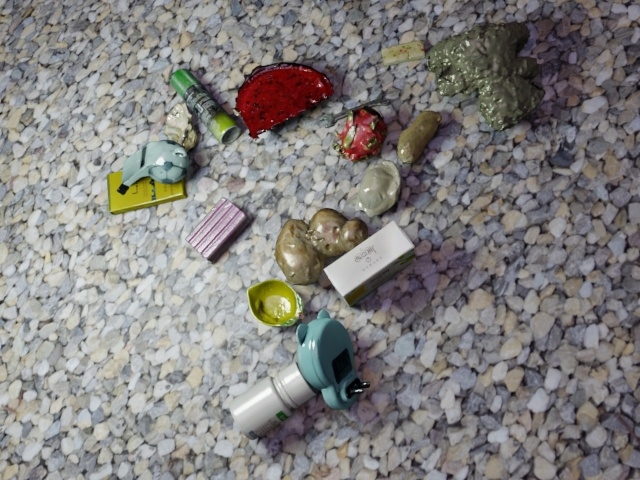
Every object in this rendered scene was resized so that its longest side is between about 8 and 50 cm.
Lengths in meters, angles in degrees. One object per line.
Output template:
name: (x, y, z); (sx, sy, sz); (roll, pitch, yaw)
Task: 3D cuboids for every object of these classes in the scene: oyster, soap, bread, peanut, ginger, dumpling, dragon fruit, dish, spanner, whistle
oyster: (-0.497, -0.407, 2.051); (0.133, 0.072, 0.209); (-43, 53, 11)
soap: (-0.345, -0.036, 1.913); (0.122, 0.065, 0.203); (40, 83, 18)
bread: (0.293, -0.666, 2.016); (0.153, 0.028, 0.068); (-8, 74, 9)
peanut: (0.322, -0.348, 1.883); (0.099, 0.099, 0.214); (37, 85, 17)
ginger: (0.000, 0.000, 1.792); (0.304, 0.155, 0.245); (-31, 43, 8)
dumpling: (0.193, -0.161, 1.842); (0.136, 0.118, 0.199); (41, 105, 20)
dragon fruit: (0.127, -0.348, 1.884); (0.166, 0.160, 0.172); (35, 84, -25)
dragon fruit: (-0.143, -0.510, 2.002); (0.343, 0.100, 0.282); (-29, 70, -3)
dish: (-0.136, 0.207, 1.801); (0.207, 0.080, 0.149); (26, 76, 17)
spanner: (0.122, -0.456, 1.988); (0.254, 0.015, 0.054); (-20, 70, 3)
whistle: (-0.546, -0.258, 1.948); (0.289, 0.163, 0.164); (-20, 67, 43)

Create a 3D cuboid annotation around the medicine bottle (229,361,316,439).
medicine bottle: (-0.140, 0.474, 1.694); (0.236, 0.139, 0.139); (-34, 71, -3)

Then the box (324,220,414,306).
box: (0.154, 0.077, 1.731); (0.260, 0.194, 0.111); (-33, 71, 0)

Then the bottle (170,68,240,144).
bottle: (-0.418, -0.486, 2.044); (0.093, 0.093, 0.330); (-40, 72, -4)

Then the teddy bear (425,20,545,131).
teddy bear: (0.557, -0.528, 1.866); (0.357, 0.224, 0.368); (-14, 87, 3)

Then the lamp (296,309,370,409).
lamp: (0.027, 0.359, 1.673); (0.147, 0.209, 0.284); (-37, 84, 35)

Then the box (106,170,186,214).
box: (-0.621, -0.194, 2.018); (0.278, 0.041, 0.153); (-13, 71, 5)
